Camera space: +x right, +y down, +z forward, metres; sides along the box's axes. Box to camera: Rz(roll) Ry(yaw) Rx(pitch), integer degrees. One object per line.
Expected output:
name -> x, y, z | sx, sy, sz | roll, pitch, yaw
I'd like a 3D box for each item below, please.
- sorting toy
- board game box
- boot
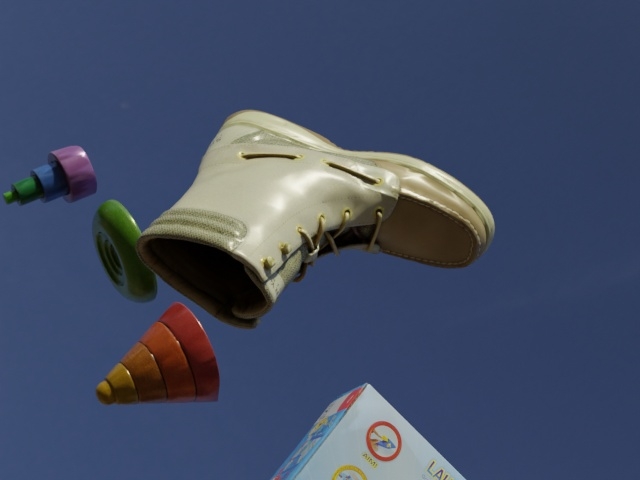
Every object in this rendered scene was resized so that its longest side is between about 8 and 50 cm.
sorting toy -> -0.254, 0.052, 1.445 | 0.366, 0.126, 0.127 | 55, -26, 22
board game box -> 0.053, 0.359, 1.285 | 0.308, 0.302, 0.086 | 46, -33, -5
boot -> 0.000, 0.000, 0.863 | 0.213, 0.165, 0.077 | 21, -51, 9
